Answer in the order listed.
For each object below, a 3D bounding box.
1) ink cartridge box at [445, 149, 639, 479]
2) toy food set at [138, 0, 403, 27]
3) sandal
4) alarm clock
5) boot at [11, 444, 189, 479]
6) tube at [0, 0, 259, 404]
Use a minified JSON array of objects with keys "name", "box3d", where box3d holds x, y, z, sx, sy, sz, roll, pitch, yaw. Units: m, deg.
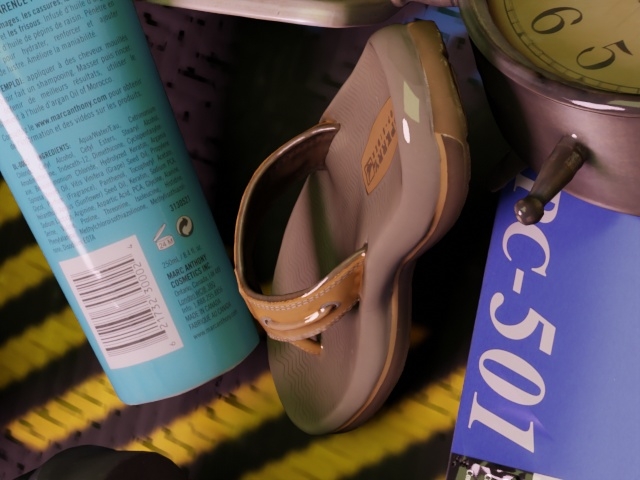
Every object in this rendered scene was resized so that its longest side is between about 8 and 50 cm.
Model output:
[{"name":"ink cartridge box","box3d":[0.087,0.083,0.509,0.097,0.046,0.207,11,89,29]},{"name":"toy food set","box3d":[-0.052,-0.233,0.600,0.219,0.092,0.306,12,90,30]},{"name":"sandal","box3d":[0.000,0.000,0.518,0.180,0.049,0.072,110,146,-57]},{"name":"alarm clock","box3d":[0.124,-0.073,0.481,0.192,0.064,0.129,-26,46,3]},{"name":"boot","box3d":[-0.261,0.244,0.595,0.445,0.146,0.367,1,85,21]},{"name":"tube","box3d":[-0.083,-0.048,0.567,0.080,0.052,0.207,-24,103,-6]}]
